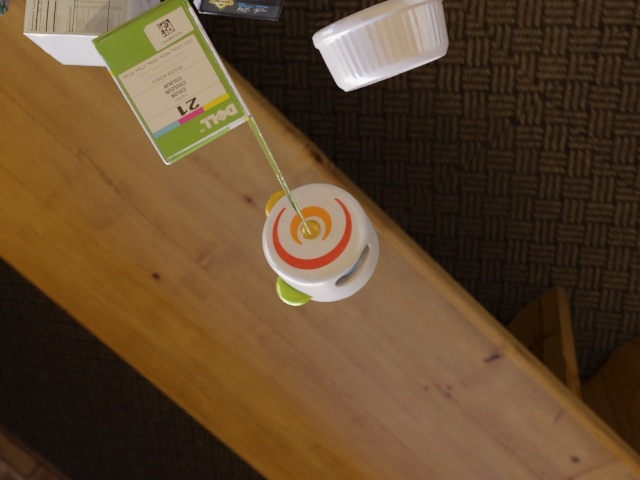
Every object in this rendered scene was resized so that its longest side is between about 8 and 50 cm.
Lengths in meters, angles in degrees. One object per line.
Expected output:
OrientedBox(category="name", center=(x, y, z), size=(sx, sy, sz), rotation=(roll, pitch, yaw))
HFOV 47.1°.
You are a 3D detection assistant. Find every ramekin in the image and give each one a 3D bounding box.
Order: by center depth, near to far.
OrientedBox(category="ramekin", center=(0.129, -0.392, 1.460), size=(0.273, 0.273, 0.127), rotation=(-17, 98, 19))

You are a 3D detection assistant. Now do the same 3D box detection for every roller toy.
OrientedBox(category="roller toy", center=(0.000, 0.000, 1.308), size=(0.191, 0.209, 0.146), rotation=(-9, 157, 14))

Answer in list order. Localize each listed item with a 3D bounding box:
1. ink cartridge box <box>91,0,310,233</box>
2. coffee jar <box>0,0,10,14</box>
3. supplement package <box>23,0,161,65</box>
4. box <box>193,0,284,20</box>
OrientedBox(category="ink cartridge box", center=(-0.118, -0.112, 0.768), size=(0.097, 0.189, 0.255), rotation=(-29, 105, -2))
OrientedBox(category="coffee jar", center=(-0.456, -0.292, 0.823), size=(0.185, 0.079, 0.096), rotation=(-11, 139, -9))
OrientedBox(category="supplement package", center=(-0.446, -0.446, 1.464), size=(0.203, 0.194, 0.149), rotation=(3, 86, 3))
OrientedBox(category="box", center=(-0.179, -0.625, 1.764), size=(0.220, 0.051, 0.175), rotation=(-4, 137, -33))
